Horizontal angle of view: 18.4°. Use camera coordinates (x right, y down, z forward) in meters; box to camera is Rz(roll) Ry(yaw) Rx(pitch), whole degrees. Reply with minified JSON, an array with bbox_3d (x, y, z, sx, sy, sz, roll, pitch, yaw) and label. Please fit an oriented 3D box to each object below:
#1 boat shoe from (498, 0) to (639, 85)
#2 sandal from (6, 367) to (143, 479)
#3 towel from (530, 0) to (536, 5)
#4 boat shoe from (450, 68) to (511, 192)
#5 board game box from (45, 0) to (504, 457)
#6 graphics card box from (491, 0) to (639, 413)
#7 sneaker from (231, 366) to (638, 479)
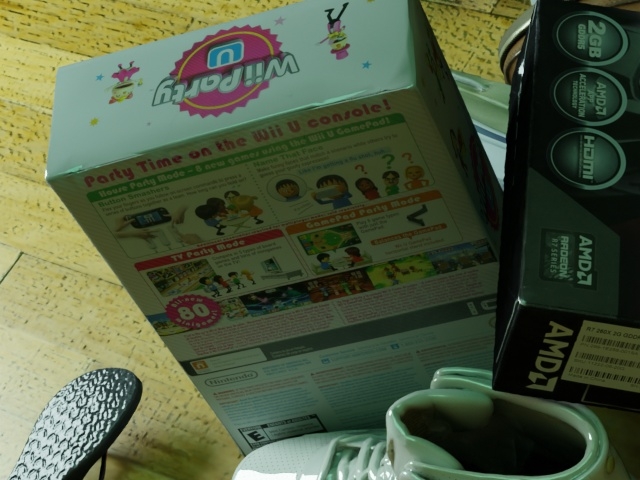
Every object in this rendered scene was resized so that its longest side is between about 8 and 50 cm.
[{"bbox_3d":[0.259,-0.127,1.319,0.307,0.111,0.104,-15,61,28],"label":"boat shoe"},{"bbox_3d":[-0.179,0.164,1.347,0.067,0.040,0.179,30,84,45],"label":"sandal"},{"bbox_3d":[0.279,-0.329,1.338,0.374,0.320,0.090,-32,48,-3],"label":"towel"},{"bbox_3d":[0.084,-0.073,1.383,0.302,0.109,0.094,28,54,29],"label":"boat shoe"},{"bbox_3d":[0.000,0.000,1.208,0.224,0.303,0.097,-13,48,15],"label":"board game box"},{"bbox_3d":[0.287,-0.003,1.117,0.371,0.094,0.233,9,53,0],"label":"graphics card box"},{"bbox_3d":[0.052,0.130,1.170,0.292,0.169,0.108,2,56,28],"label":"sneaker"}]
